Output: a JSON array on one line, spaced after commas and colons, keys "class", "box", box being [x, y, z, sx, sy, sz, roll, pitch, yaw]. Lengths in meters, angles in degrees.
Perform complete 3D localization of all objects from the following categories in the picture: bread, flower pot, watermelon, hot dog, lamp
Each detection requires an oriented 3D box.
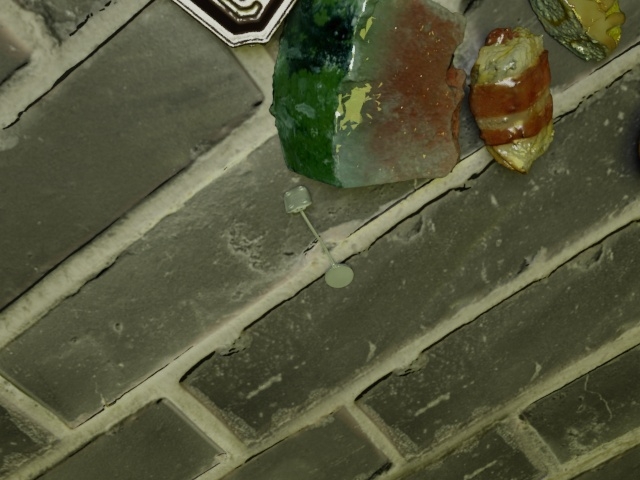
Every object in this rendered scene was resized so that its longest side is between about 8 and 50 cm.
[{"class": "bread", "box": [0.379, -0.328, 0.694, 0.094, 0.083, 0.157, -40, 109, -1]}, {"class": "flower pot", "box": [-0.136, -0.381, 0.624, 0.250, 0.084, 0.179, 35, 105, -18]}, {"class": "watermelon", "box": [0.079, -0.209, 0.674, 0.301, 0.151, 0.265, 3, 111, -5]}, {"class": "hot dog", "box": [0.278, -0.202, 0.717, 0.146, 0.103, 0.213, -34, 121, -36]}, {"class": "lamp", "box": [0.000, 0.000, 0.825, 0.050, 0.056, 0.198, -26, 123, 5]}]

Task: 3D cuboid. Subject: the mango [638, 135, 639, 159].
[{"class": "mango", "box": [0.597, -0.192, 0.729, 0.157, 0.109, 0.262, 43, 101, 15]}]
